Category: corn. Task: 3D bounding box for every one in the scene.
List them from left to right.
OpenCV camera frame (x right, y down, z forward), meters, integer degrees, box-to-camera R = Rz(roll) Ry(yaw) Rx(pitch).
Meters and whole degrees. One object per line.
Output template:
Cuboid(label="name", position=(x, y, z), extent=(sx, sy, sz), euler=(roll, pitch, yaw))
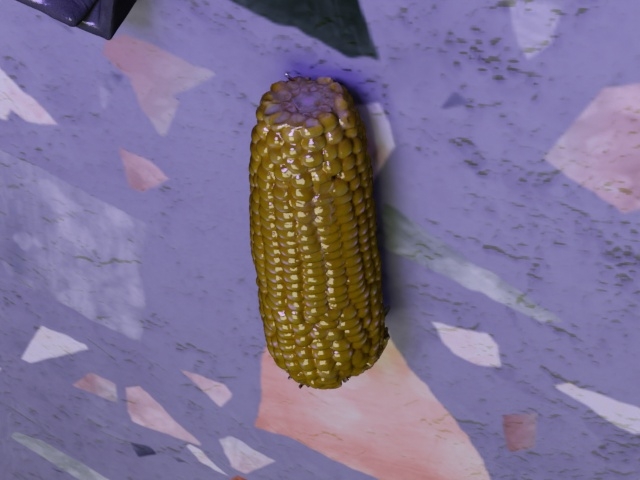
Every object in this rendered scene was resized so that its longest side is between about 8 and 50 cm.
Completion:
Cuboid(label="corn", position=(-0.003, 0.003, 0.816), extent=(0.091, 0.091, 0.260), euler=(15, 137, 20))

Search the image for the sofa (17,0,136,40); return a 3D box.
Cuboid(label="sofa", position=(-0.182, -0.187, 0.722), extent=(0.147, 0.060, 0.085), euler=(25, 143, 3))
